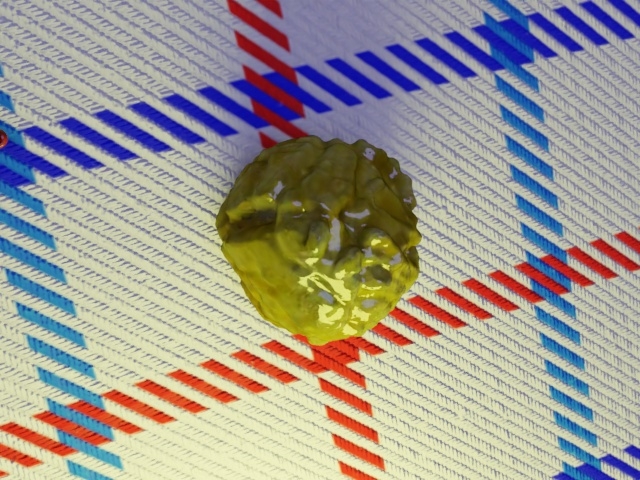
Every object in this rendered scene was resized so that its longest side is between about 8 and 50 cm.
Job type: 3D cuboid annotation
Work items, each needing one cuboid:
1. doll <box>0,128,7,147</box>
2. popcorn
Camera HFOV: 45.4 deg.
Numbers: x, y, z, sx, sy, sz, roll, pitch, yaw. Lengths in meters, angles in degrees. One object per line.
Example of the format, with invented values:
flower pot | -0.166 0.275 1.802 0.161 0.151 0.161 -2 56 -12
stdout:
doll | -0.453 -0.151 0.809 0.245 0.076 0.142 20 93 -14
popcorn | 0.005 -0.007 0.898 0.249 0.249 0.225 47 55 -17
